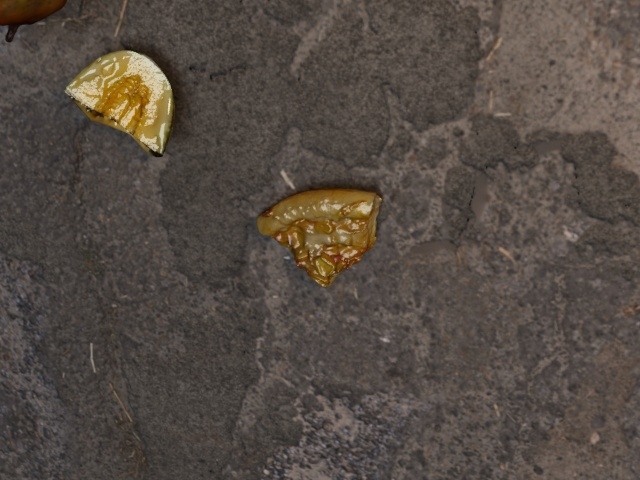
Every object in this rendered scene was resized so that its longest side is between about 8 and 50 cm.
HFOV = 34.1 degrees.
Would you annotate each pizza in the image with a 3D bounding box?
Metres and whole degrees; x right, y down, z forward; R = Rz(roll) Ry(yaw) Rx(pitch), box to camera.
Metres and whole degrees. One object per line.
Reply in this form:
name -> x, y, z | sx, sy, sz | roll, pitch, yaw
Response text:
pizza -> 0.000, 0.000, 1.465 | 0.182, 0.062, 0.161 | 2, 124, 17

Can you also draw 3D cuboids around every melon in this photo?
melon -> -0.256, -0.197, 1.444 | 0.160, 0.079, 0.128 | 35, 106, 0

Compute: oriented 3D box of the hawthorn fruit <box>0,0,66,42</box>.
hawthorn fruit -> -0.416, -0.365, 1.339 | 0.208, 0.208, 0.248 | 11, 141, 14
